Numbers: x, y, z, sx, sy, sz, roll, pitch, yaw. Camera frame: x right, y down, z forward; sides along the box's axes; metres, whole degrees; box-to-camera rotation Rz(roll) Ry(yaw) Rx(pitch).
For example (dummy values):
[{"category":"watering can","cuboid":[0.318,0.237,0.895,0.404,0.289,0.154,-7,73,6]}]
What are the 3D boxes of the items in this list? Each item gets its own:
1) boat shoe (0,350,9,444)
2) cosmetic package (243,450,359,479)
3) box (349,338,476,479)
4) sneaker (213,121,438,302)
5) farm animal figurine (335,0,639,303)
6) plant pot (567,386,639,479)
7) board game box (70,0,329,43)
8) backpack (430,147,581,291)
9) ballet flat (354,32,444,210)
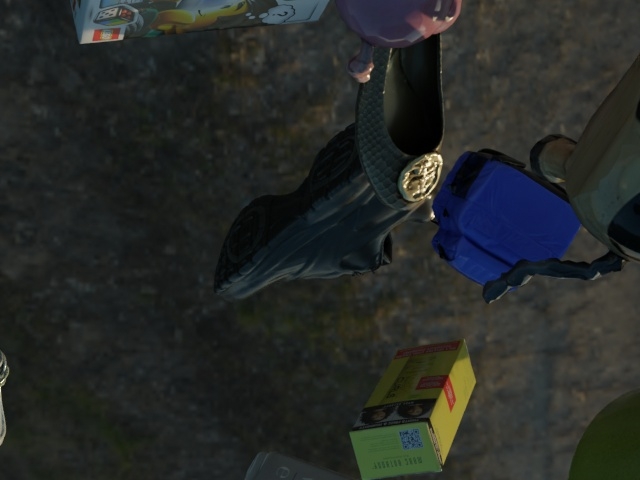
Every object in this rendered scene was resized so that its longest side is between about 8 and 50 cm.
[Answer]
[{"category":"boat shoe","cuboid":[-0.389,0.145,1.440,0.076,0.083,0.226,-6,121,18]},{"category":"cosmetic package","cuboid":[0.062,0.190,0.492,0.238,0.127,0.107,14,136,16]},{"category":"box","cuboid":[0.103,0.175,1.370,0.087,0.232,0.058,-11,103,20]},{"category":"sneaker","cuboid":[0.000,0.000,1.306,0.130,0.109,0.286,34,135,-25]},{"category":"farm animal figurine","cuboid":[0.122,-0.175,0.372,0.327,0.172,0.330,-30,105,6]},{"category":"plant pot","cuboid":[0.402,0.225,1.083,0.275,0.274,0.293,10,158,-20]},{"category":"board game box","cuboid":[-0.057,-0.226,0.857,0.193,0.053,0.305,-9,166,-18]},{"category":"backpack","cuboid":[0.135,-0.020,1.019,0.098,0.120,0.101,36,96,-13]},{"category":"ballet flat","cuboid":[0.072,-0.137,1.030,0.084,0.058,0.249,-24,121,-41]}]
